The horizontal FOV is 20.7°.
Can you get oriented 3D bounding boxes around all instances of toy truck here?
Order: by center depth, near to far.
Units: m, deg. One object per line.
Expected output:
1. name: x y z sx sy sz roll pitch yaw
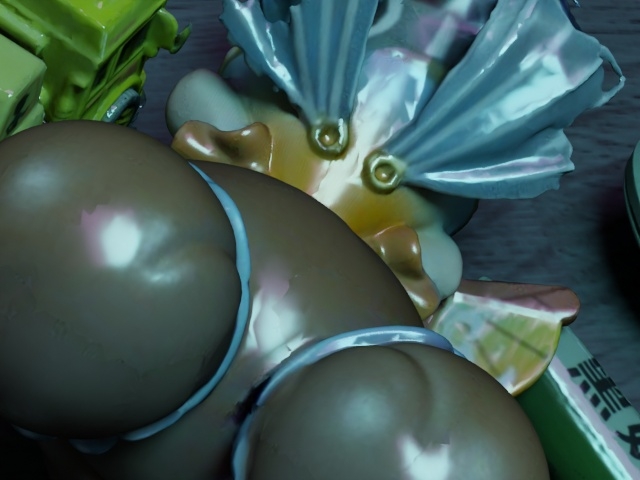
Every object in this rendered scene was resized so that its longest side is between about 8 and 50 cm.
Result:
1. toy truck: -0.177 -0.067 0.839 0.124 0.157 0.272 36 47 2

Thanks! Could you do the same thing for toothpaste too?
1. toothpaste: 0.191 0.176 0.905 0.099 0.061 0.392 -19 66 -44

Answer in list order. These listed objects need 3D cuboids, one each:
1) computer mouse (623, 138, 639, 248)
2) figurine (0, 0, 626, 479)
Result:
1. computer mouse: 0.302 0.009 1.073 0.288 0.097 0.159 12 48 -34
2. figurine: 0.001 0.001 0.819 0.277 0.248 0.388 35 51 -3
